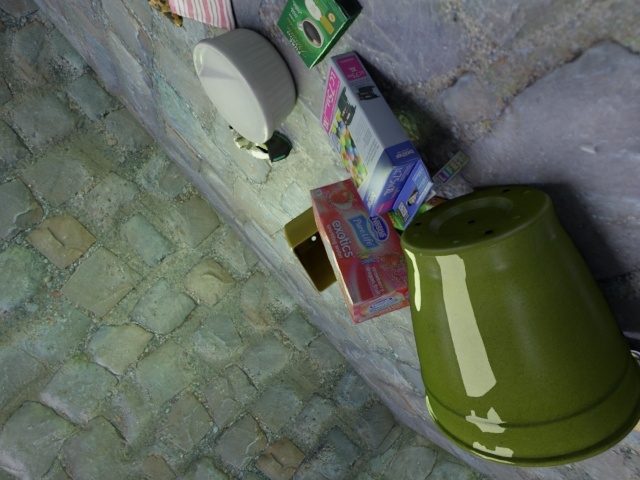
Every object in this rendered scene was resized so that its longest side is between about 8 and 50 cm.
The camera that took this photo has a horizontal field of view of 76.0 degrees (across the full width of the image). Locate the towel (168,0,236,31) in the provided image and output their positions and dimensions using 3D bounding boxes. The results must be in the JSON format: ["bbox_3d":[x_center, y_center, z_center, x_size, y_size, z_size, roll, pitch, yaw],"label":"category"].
[{"bbox_3d":[-0.294,-0.579,0.965,0.197,0.029,0.144,25,157,15],"label":"towel"}]

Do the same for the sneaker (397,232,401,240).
[{"bbox_3d":[0.236,0.067,1.146,0.258,0.094,0.091,57,178,-16],"label":"sneaker"}]

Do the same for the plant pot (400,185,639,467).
[{"bbox_3d":[0.308,0.107,0.713,0.367,0.367,0.352,9,126,62],"label":"plant pot"}]

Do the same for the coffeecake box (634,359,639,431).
[{"bbox_3d":[0.580,0.284,0.741,0.142,0.068,0.186,52,159,-19],"label":"coffeecake box"}]

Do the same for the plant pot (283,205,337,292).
[{"bbox_3d":[0.000,0.000,1.340,0.187,0.212,0.212,44,166,53],"label":"plant pot"}]

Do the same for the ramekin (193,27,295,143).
[{"bbox_3d":[-0.179,-0.389,1.019,0.273,0.127,0.272,41,161,17],"label":"ramekin"}]

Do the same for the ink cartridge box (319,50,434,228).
[{"bbox_3d":[0.093,-0.180,0.789,0.311,0.065,0.185,62,164,18],"label":"ink cartridge box"}]

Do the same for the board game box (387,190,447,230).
[{"bbox_3d":[0.212,-0.067,0.975,0.260,0.039,0.124,23,150,46],"label":"board game box"}]

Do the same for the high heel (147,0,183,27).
[{"bbox_3d":[-0.384,-0.653,0.982,0.186,0.093,0.261,25,148,48],"label":"high heel"}]

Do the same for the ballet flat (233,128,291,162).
[{"bbox_3d":[-0.213,-0.322,1.279,0.280,0.096,0.095,35,158,33],"label":"ballet flat"}]

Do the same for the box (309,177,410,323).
[{"bbox_3d":[0.095,0.015,0.935,0.142,0.154,0.299,80,172,-61],"label":"box"}]

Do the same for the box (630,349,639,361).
[{"bbox_3d":[0.557,0.235,0.841,0.136,0.036,0.225,53,160,-18],"label":"box"}]

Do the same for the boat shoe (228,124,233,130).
[{"bbox_3d":[-0.306,-0.398,1.421,0.035,0.035,0.100,49,161,-8],"label":"boat shoe"}]

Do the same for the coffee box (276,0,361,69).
[{"bbox_3d":[-0.010,-0.407,0.748,0.113,0.040,0.184,50,161,-10],"label":"coffee box"}]

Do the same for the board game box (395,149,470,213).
[{"bbox_3d":[0.212,-0.102,0.794,0.026,0.103,0.154,46,161,4],"label":"board game box"}]
